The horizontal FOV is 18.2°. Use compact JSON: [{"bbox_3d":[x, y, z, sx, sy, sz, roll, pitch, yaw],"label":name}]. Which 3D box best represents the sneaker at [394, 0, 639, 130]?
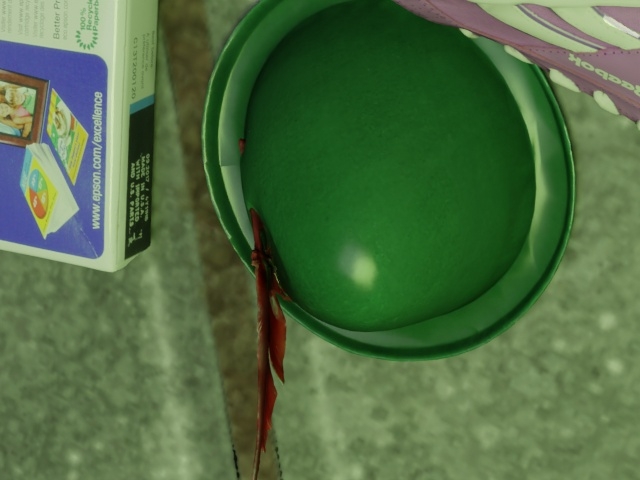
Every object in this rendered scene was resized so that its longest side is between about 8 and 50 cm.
[{"bbox_3d":[0.128,-0.067,0.783,0.282,0.102,0.161,14,133,34],"label":"sneaker"}]

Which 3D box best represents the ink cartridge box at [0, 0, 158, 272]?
[{"bbox_3d":[-0.174,-0.104,0.936,0.208,0.045,0.206,11,109,20],"label":"ink cartridge box"}]

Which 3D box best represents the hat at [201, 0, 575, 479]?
[{"bbox_3d":[0.000,0.000,0.809,0.173,0.183,0.208,-28,92,28],"label":"hat"}]
